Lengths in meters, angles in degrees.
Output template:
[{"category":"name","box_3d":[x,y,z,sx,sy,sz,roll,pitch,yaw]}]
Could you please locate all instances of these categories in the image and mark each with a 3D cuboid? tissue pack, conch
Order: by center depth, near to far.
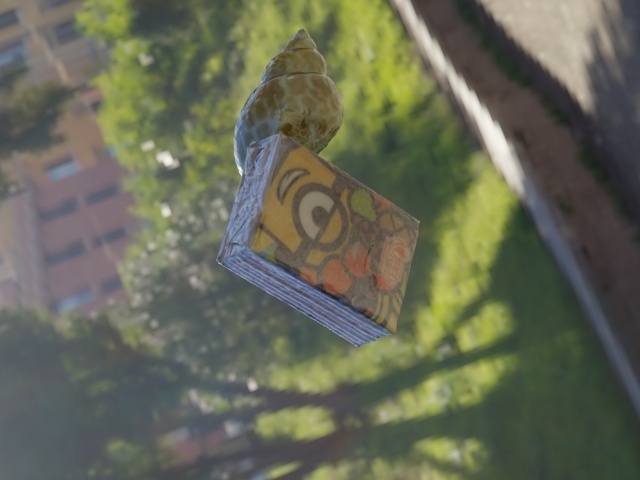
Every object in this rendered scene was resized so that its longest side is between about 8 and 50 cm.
[{"category":"tissue pack","box_3d":[0.000,0.000,1.303,0.148,0.060,0.108,31,-122,-28]},{"category":"conch","box_3d":[-0.037,-0.118,1.773,0.106,0.173,0.116,33,-155,23]}]
